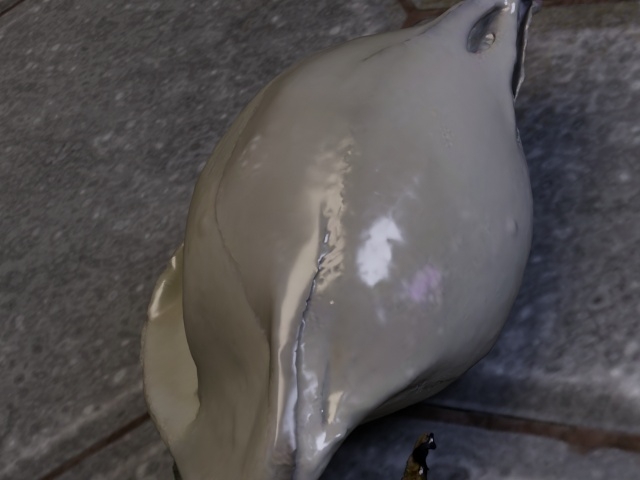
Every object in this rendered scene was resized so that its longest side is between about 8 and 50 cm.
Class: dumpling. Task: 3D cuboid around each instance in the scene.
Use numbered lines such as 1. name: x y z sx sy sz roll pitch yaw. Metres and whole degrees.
1. dumpling: -0.001 0.003 0.831 0.260 0.181 0.341 -15 65 52

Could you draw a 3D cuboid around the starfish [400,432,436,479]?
1. starfish: 0.027 0.157 0.740 0.130 0.041 0.133 -51 44 -1
